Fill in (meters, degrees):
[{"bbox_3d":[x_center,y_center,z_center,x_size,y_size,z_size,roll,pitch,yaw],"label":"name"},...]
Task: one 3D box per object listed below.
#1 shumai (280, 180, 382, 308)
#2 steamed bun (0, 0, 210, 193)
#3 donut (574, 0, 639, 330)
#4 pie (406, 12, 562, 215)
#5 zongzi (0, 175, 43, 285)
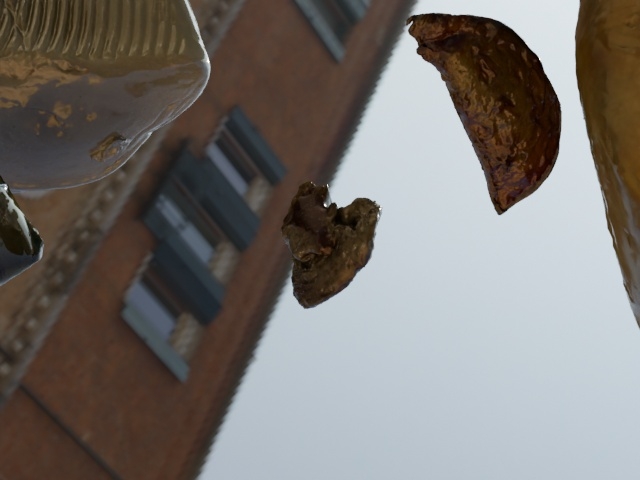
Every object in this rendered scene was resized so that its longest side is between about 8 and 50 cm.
[{"bbox_3d":[0.003,0.011,1.515,0.123,0.105,0.139,-77,-178,-64],"label":"shumai"},{"bbox_3d":[-0.337,-0.192,1.582,0.383,0.236,0.247,-5,-132,-23],"label":"steamed bun"},{"bbox_3d":[0.332,-0.089,1.094,0.198,0.449,0.449,-10,-142,20],"label":"donut"},{"bbox_3d":[0.144,-0.115,1.086,0.088,0.191,0.033,-33,-154,-6],"label":"pie"},{"bbox_3d":[-0.395,-0.080,1.283,0.125,0.274,0.250,-35,-162,-26],"label":"zongzi"}]
